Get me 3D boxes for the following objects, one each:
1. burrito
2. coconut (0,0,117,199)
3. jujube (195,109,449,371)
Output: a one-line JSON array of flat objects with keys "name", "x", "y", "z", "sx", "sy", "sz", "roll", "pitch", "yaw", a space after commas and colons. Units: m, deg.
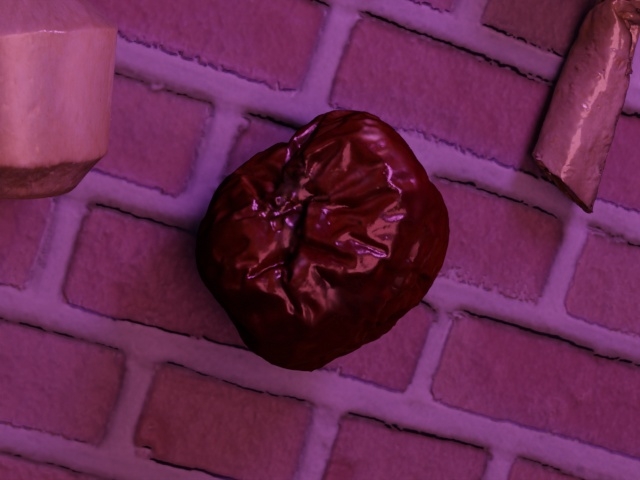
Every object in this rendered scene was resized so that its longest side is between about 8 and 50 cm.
[{"name": "burrito", "x": 0.278, "y": -0.146, "z": 1.991, "sx": 0.087, "sy": 0.060, "sz": 0.226, "roll": 17, "pitch": 94, "yaw": -29}, {"name": "coconut", "x": -0.278, "y": -0.149, "z": 1.685, "sx": 0.202, "sy": 0.202, "sz": 0.222, "roll": -2, "pitch": 104, "yaw": -22}, {"name": "jujube", "x": 0.000, "y": 0.000, "z": 1.825, "sx": 0.232, "sy": 0.213, "sz": 0.213, "roll": -38, "pitch": 112, "yaw": -6}]
